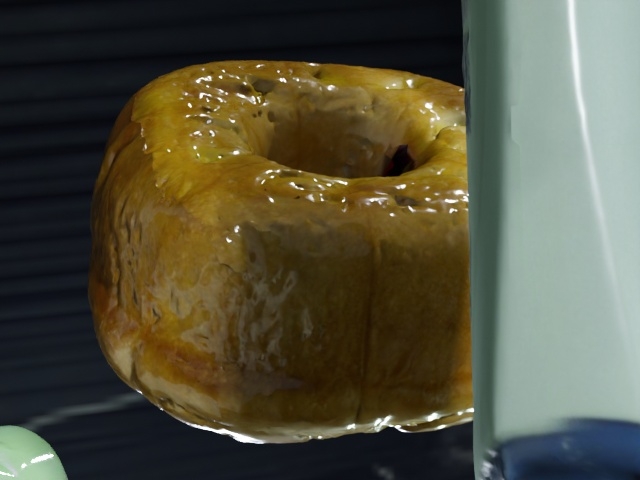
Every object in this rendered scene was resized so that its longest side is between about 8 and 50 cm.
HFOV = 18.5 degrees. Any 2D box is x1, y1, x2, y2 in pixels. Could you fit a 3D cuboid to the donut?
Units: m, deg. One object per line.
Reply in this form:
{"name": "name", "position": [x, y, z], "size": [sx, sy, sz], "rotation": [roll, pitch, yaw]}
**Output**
{"name": "donut", "position": [0.002, -0.001, 0.876], "size": [0.226, 0.227, 0.113], "rotation": [-127, -143, -58]}

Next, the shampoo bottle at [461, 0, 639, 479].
{"name": "shampoo bottle", "position": [0.078, -0.045, 0.571], "size": [0.134, 0.078, 0.359], "rotation": [20, 68, -72]}

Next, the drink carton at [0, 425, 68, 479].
{"name": "drink carton", "position": [-0.207, 0.155, 0.987], "size": [0.144, 0.142, 0.146], "rotation": [3, -84, 55]}
